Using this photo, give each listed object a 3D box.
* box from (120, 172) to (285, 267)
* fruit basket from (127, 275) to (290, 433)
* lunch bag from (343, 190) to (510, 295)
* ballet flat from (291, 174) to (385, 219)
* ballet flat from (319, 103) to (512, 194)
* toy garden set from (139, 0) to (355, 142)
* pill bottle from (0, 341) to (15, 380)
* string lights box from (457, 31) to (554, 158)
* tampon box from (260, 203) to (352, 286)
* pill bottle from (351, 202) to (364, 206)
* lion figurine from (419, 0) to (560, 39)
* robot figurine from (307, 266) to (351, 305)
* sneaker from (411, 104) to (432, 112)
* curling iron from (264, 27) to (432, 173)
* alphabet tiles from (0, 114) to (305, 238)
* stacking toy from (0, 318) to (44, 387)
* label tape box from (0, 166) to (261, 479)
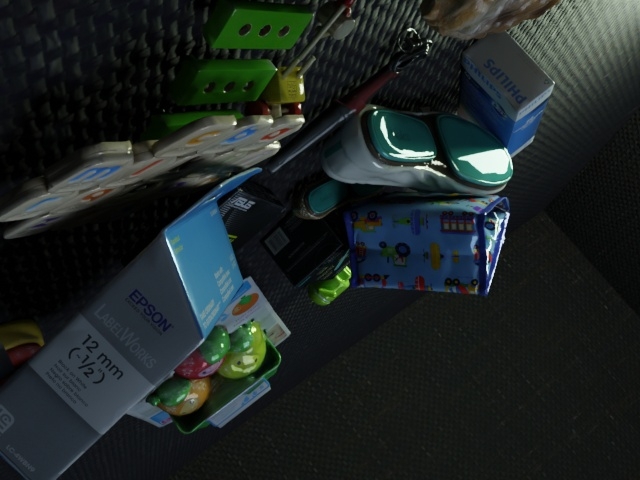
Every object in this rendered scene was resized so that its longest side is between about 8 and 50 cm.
[{"bbox_3d":[-0.153,-0.010,1.068,0.184,0.045,0.190,-38,167,8],"label":"box"},{"bbox_3d":[-0.210,0.227,1.428,0.327,0.165,0.353,-37,162,-7],"label":"fruit basket"},{"bbox_3d":[0.192,-0.033,1.321,0.220,0.138,0.293,2,-158,21],"label":"lunch bag"},{"bbox_3d":[0.030,-0.088,1.271,0.206,0.073,0.067,-23,-173,-39],"label":"ballet flat"},{"bbox_3d":[0.149,-0.131,1.229,0.400,0.139,0.139,2,140,-47],"label":"ballet flat"},{"bbox_3d":[-0.052,-0.192,0.757,0.203,0.049,0.244,-17,154,-51],"label":"toy garden set"},{"bbox_3d":[-0.414,0.147,0.760,0.208,0.118,0.118,-31,164,-26],"label":"pill bottle"},{"bbox_3d":[0.300,-0.234,1.308,0.076,0.133,0.260,-38,166,-2],"label":"string lights box"},{"bbox_3d":[0.000,0.000,1.356,0.120,0.101,0.161,-43,166,20],"label":"tampon box"},{"bbox_3d":[0.089,-0.021,1.507,0.103,0.103,0.184,-46,165,26],"label":"pill bottle"},{"bbox_3d":[0.277,-0.348,0.896,0.392,0.142,0.240,-27,165,-46],"label":"lion figurine"},{"bbox_3d":[0.018,0.100,1.781,0.115,0.067,0.101,-43,-175,15],"label":"robot figurine"},{"bbox_3d":[0.150,-0.195,1.265,0.083,0.032,0.037,-35,166,-15],"label":"sneaker"},{"bbox_3d":[0.033,-0.182,1.016,0.274,0.035,0.068,-39,162,-1],"label":"curling iron"},{"bbox_3d":[-0.163,-0.065,0.759,0.278,0.021,0.284,-22,177,31],"label":"alphabet tiles"},{"bbox_3d":[-0.421,0.252,1.044,0.279,0.130,0.309,-38,165,-3],"label":"stacking toy"},{"bbox_3d":[-0.178,0.078,0.859,0.347,0.115,0.249,-41,-175,9],"label":"label tape box"}]
